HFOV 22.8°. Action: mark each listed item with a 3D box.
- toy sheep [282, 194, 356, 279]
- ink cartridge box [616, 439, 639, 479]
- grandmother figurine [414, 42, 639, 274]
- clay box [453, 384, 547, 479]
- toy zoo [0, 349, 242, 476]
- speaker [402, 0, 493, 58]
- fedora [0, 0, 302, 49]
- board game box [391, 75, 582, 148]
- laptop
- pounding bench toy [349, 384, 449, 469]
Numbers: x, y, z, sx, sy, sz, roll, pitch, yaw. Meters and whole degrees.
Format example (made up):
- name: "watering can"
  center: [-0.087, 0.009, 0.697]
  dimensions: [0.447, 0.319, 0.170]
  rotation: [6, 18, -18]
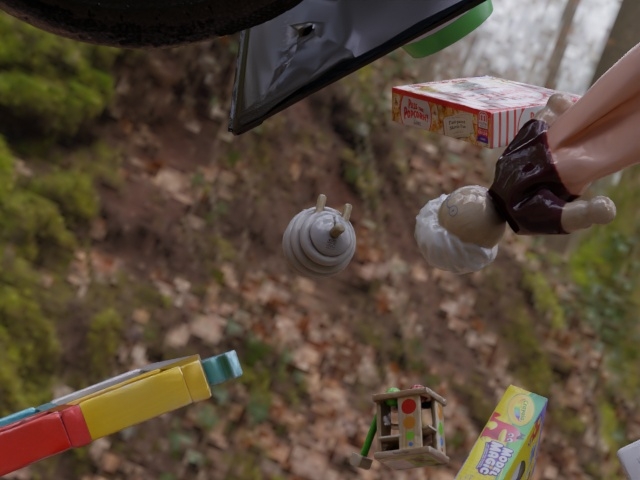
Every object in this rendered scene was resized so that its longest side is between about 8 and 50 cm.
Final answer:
- name: "toy sheep"
  center: [0.000, 0.000, 1.811]
  dimensions: [0.091, 0.091, 0.132]
  rotation: [24, -22, -7]
- name: "ink cartridge box"
  center: [0.560, 0.374, 1.835]
  dimensions: [0.394, 0.285, 0.166]
  rotation: [66, 7, 23]
- name: "grandmother figurine"
  center: [0.237, -0.080, 1.570]
  dimensions: [0.104, 0.342, 0.208]
  rotation: [46, 23, -20]
- name: "clay box"
  center: [0.179, 0.276, 1.718]
  dimensions: [0.053, 0.222, 0.127]
  rotation: [19, -47, 18]
- name: "toy zoo"
  center: [-0.196, 0.137, 1.171]
  dimensions: [0.293, 0.030, 0.192]
  rotation: [-20, 1, -16]
- name: "speaker"
  center: [0.074, -0.356, 1.772]
  dimensions: [0.296, 0.131, 0.131]
  rotation: [57, -23, -15]
- name: "fedora"
  center: [-0.119, -0.294, 1.090]
  dimensions: [0.334, 0.334, 0.152]
  rotation: [26, 32, -16]
- name: "board game box"
  center: [0.198, -0.153, 1.872]
  dimensions: [0.147, 0.045, 0.193]
  rotation: [-11, 19, -32]
- name: "laptop"
  center: [0.171, -0.219, 1.253]
  dimensions: [0.408, 0.382, 0.236]
  rotation: [17, -50, -12]
- name: "pounding bench toy"
  center: [0.065, 0.164, 1.397]
  dimensions: [0.083, 0.065, 0.052]
  rotation: [-11, -23, 22]
